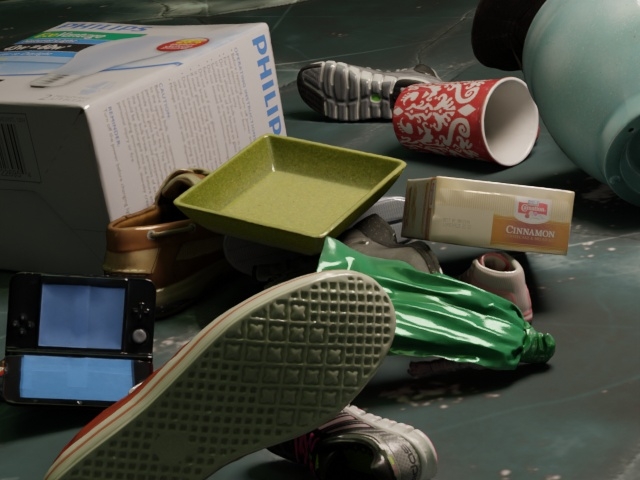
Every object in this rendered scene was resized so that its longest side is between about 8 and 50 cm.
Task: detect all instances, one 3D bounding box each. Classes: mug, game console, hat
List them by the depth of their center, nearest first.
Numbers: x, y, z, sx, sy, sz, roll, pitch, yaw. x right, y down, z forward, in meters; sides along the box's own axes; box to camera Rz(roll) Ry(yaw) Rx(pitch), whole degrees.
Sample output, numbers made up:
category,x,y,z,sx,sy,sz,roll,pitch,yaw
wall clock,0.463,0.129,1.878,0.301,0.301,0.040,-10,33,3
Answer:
category,x,y,z,sx,sy,sz,roll,pitch,yaw
game console,-0.228,0.095,1.507,0.144,0.124,0.085,4,1,-11
mug,0.195,-0.148,2.078,0.169,0.150,0.113,7,61,46
hat,0.368,-0.280,2.212,0.331,0.134,0.331,-12,-23,-5

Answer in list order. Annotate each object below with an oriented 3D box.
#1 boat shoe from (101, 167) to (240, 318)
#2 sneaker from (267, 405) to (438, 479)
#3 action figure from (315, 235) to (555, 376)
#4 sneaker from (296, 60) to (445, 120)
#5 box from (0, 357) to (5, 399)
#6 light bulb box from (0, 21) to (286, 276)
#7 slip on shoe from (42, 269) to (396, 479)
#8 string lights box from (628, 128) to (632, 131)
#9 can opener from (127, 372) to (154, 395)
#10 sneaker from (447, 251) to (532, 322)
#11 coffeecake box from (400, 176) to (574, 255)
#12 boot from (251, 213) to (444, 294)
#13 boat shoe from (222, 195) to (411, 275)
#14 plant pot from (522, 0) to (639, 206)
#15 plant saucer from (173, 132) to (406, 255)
category,x,y,z,sx,sy,sz,roll,pitch,yaw
boat shoe,-0.131,-0.022,1.793,0.123,0.120,0.324,4,23,29
sneaker,0.008,0.172,1.293,0.170,0.063,0.075,12,22,34
action figure,0.104,0.078,1.459,0.232,0.063,0.137,13,51,3
sneaker,0.088,-0.226,2.342,0.229,0.086,0.132,13,22,24
box,-0.264,0.122,1.588,0.094,0.027,0.137,4,23,24
light bulb box,-0.286,-0.125,1.985,0.358,0.225,0.361,5,25,33
slip on shoe,-0.087,0.130,1.278,0.331,0.123,0.101,-36,14,-5
string lights box,0.450,-0.191,1.996,0.260,0.076,0.133,-8,-24,2
can opener,-0.065,0.119,1.443,0.093,0.074,0.280,-18,6,42
sneaker,0.162,0.038,1.590,0.051,0.070,0.134,-22,23,-29
coffeecake box,0.170,-0.026,1.642,0.142,0.068,0.185,6,0,-6
boot,0.030,0.057,1.611,0.161,0.083,0.246,-25,22,-13
boat shoe,0.000,0.000,1.773,0.226,0.083,0.076,-6,-2,-10
plant pot,0.391,-0.161,1.796,0.293,0.293,0.196,-7,46,2
plant saucer,-0.030,-0.044,1.696,0.188,0.045,0.188,13,34,29
